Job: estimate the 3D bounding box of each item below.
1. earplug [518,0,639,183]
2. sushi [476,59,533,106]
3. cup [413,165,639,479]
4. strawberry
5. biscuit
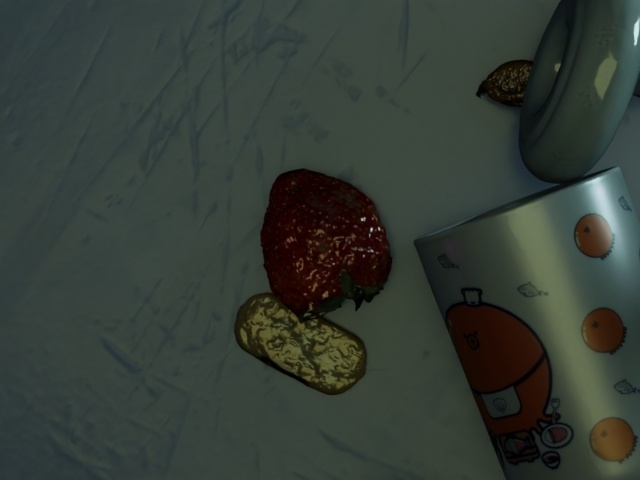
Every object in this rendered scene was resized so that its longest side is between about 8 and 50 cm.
[{"bbox_3d":[0.302,-0.183,1.697,0.175,0.214,0.325,44,63,6],"label":"earplug"},{"bbox_3d":[0.209,-0.159,1.806,0.099,0.047,0.050,13,94,14],"label":"sushi"},{"bbox_3d":[0.245,0.110,1.724,0.212,0.212,0.317,-21,90,4],"label":"cup"},{"bbox_3d":[0.003,0.001,1.783,0.131,0.131,0.148,-13,98,4],"label":"strawberry"},{"bbox_3d":[-0.021,0.107,1.837,0.147,0.018,0.071,27,90,4],"label":"biscuit"}]
